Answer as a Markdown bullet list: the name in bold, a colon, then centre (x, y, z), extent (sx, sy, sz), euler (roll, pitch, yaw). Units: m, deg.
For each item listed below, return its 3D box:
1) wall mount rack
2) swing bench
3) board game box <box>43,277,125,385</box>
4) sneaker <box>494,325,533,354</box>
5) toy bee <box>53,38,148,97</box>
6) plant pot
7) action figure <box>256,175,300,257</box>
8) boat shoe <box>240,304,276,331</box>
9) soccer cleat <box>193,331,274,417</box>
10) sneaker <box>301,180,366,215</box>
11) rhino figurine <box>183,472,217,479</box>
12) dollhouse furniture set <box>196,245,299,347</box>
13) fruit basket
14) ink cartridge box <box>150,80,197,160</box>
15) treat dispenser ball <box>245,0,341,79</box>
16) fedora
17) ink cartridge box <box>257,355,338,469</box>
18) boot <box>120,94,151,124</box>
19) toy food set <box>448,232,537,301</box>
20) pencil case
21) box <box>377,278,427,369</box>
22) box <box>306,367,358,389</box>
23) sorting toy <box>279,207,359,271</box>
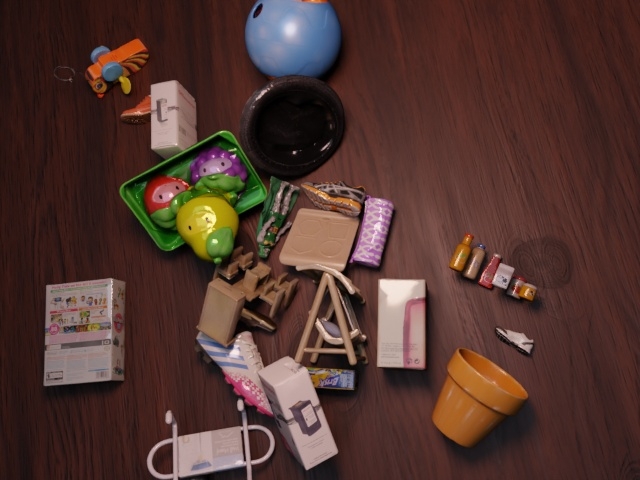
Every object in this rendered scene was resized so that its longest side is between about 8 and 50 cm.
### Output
- **wall mount rack**: centre (-0.293, 0.582, 1.646), extent (0.349, 0.131, 0.304), euler (-9, 49, -5)
- **swing bench**: centre (0.035, 0.199, 1.659), extent (0.165, 0.253, 0.255), euler (0, 80, 10)
- **board game box**: centre (-0.710, 0.278, 1.892), extent (0.223, 0.097, 0.304), euler (-6, 77, 10)
- **sneaker**: centre (0.514, 0.258, 1.663), extent (0.109, 0.040, 0.044), euler (34, 70, 14)
- **toy bee**: centre (-0.718, -0.561, 2.082), extent (0.298, 0.162, 0.195), euler (-9, 65, -15)
- **plant pot**: centre (0.383, 0.407, 1.581), extent (0.205, 0.205, 0.188), euler (34, 101, 17)
- **action figure**: centre (-0.133, -0.059, 1.842), extent (0.063, 0.137, 0.232), euler (22, 92, 41)
- **boat shoe**: centre (-0.198, 0.230, 1.817), extent (0.152, 0.056, 0.049), euler (27, 97, 18)
- **soccer cleat**: centre (-0.212, 0.345, 1.756), extent (0.331, 0.116, 0.143), euler (41, 85, 17)
- **sneaker**: centre (0.040, -0.136, 1.829), extent (0.214, 0.084, 0.083), euler (21, 68, 29)
- **rhino figurine**: centre (-0.340, 0.704, 1.718), extent (0.106, 0.073, 0.243), euler (6, 74, 10)
- **dollhouse furniture set**: centre (-0.221, 0.164, 1.767), extent (0.212, 0.242, 0.161), euler (29, 119, 18)
- **fruit basket**: centre (-0.347, -0.111, 1.777), extent (0.392, 0.283, 0.392), euler (-23, 29, 13)
- **ink cartridge box**: centre (-0.455, -0.363, 1.954), extent (0.092, 0.158, 0.218), euler (-6, 75, 11)
- **treat dispenser ball**: centre (-0.080, -0.607, 1.863), extent (0.288, 0.288, 0.288), euler (-3, 76, 12)
- **fedora**: centre (-0.100, -0.350, 1.837), extent (0.334, 0.334, 0.152), euler (-43, 40, 0)
- **ink cartridge box**: centre (-0.063, 0.439, 1.619), extent (0.100, 0.172, 0.237), euler (-23, 100, -19)
- **boot**: centre (-0.579, -0.433, 2.055), extent (0.157, 0.059, 0.085), euler (-9, 72, 1)
- **toy food set**: centre (0.472, 0.074, 1.672), extent (0.232, 0.111, 0.105), euler (22, 83, 19)
- **pencil case**: centre (0.148, -0.025, 1.779), extent (0.088, 0.086, 0.206), euler (17, 78, -19)
- **box**: centre (0.222, 0.227, 1.672), extent (0.126, 0.148, 0.233), euler (0, 77, 12)
- **box**: centre (0.016, 0.381, 1.727), extent (0.168, 0.059, 0.054), euler (1, 76, 13)
- **sorting toy**: centre (0.000, 0.000, 1.803), extent (0.192, 0.038, 0.208), euler (7, 50, 14)
